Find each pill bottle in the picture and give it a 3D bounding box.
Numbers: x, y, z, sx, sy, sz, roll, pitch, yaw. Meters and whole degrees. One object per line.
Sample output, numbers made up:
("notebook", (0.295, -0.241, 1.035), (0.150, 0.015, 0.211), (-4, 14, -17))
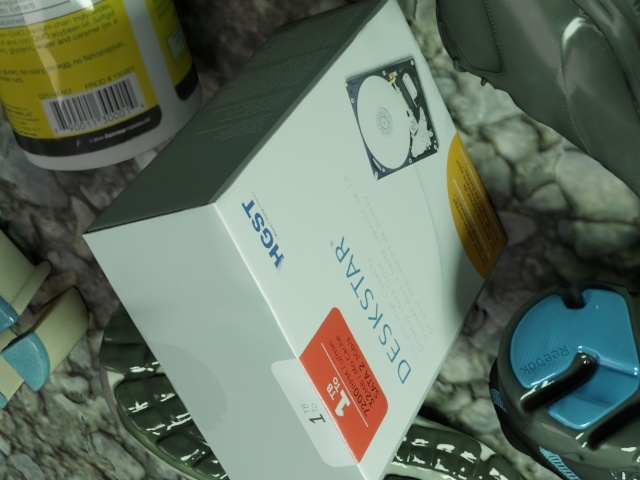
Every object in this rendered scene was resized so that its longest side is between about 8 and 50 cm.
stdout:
("pill bottle", (-0.153, -0.156, 0.794), (0.119, 0.119, 0.209), (1, 123, 28))

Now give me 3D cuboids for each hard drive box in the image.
("hard drive box", (0.000, 0.000, 0.753), (0.089, 0.232, 0.181), (-11, 118, 34))

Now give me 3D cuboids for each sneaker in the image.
("sneaker", (0.005, 0.169, 0.978), (0.410, 0.158, 0.182), (45, 163, -11))
("sneaker", (0.136, -0.105, 0.704), (0.130, 0.109, 0.286), (-24, 104, 49))
("sneaker", (0.259, 0.122, 0.770), (0.340, 0.125, 0.140), (23, 160, 7))

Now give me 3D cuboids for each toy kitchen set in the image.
("toy kitchen set", (-0.306, 0.051, 1.031), (0.166, 0.122, 0.207), (-30, 106, 40))
